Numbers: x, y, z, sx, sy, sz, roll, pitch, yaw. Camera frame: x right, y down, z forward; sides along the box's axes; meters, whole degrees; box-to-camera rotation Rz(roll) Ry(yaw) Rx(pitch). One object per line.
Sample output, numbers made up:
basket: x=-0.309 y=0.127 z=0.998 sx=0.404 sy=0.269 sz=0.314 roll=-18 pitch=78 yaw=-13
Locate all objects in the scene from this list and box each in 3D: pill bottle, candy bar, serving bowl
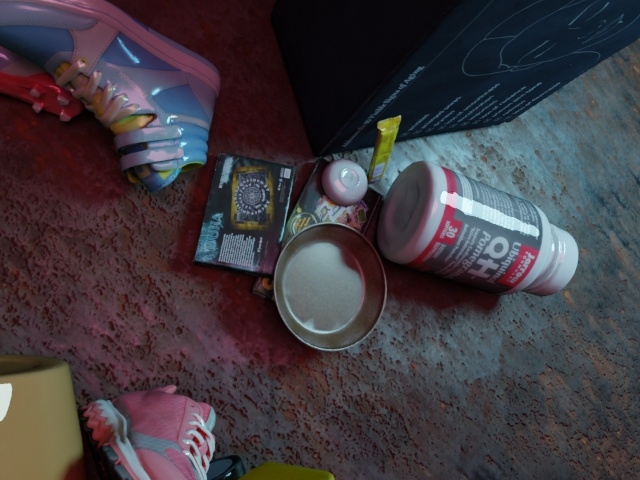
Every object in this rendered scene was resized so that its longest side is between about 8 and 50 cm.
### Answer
pill bottle: x=0.274 y=-0.006 z=0.794 sx=0.318 sy=0.176 sz=0.176 roll=17 pitch=73 yaw=-17
candy bar: x=0.101 y=-0.146 z=0.770 sx=0.040 sy=0.161 sz=0.018 roll=-19 pitch=65 yaw=-14
serving bowl: x=0.045 y=-0.102 z=0.775 sx=0.083 sy=0.027 sz=0.083 roll=5 pitch=77 yaw=-20

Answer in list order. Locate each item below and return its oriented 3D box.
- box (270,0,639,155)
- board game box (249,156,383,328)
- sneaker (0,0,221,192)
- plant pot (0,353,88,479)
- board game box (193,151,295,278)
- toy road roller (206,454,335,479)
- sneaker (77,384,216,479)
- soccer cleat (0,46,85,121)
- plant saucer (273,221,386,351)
box: x=0.235 y=-0.381 z=0.695 sx=0.471 sy=0.480 sz=0.297 roll=-17 pitch=83 yaw=-24
board game box: x=0.000 y=0.000 z=0.766 sx=0.136 sy=0.030 sz=0.260 roll=32 pitch=69 yaw=-15
sneaker: x=-0.271 y=-0.177 z=0.600 sx=0.319 sy=0.127 sz=0.208 roll=9 pitch=78 yaw=-45
plant pot: x=-0.354 y=0.219 z=0.426 sx=0.291 sy=0.291 sz=0.203 roll=6 pitch=82 yaw=-20
board game box: x=-0.115 y=-0.041 z=0.714 sx=0.126 sy=0.026 sz=0.186 roll=11 pitch=71 yaw=-7
toy road roller: x=-0.107 y=0.386 z=0.480 sx=0.240 sy=0.329 sz=0.202 roll=-14 pitch=84 yaw=-46
sneaker: x=-0.168 y=0.226 z=0.506 sx=0.136 sy=0.314 sz=0.116 roll=-20 pitch=105 yaw=-34
soccer cleat: x=-0.439 y=-0.248 z=0.624 sx=0.248 sy=0.083 sz=0.095 roll=20 pitch=57 yaw=-17
plant saucer: x=0.013 y=0.071 z=0.717 sx=0.198 sy=0.036 sz=0.199 roll=5 pitch=79 yaw=-26
